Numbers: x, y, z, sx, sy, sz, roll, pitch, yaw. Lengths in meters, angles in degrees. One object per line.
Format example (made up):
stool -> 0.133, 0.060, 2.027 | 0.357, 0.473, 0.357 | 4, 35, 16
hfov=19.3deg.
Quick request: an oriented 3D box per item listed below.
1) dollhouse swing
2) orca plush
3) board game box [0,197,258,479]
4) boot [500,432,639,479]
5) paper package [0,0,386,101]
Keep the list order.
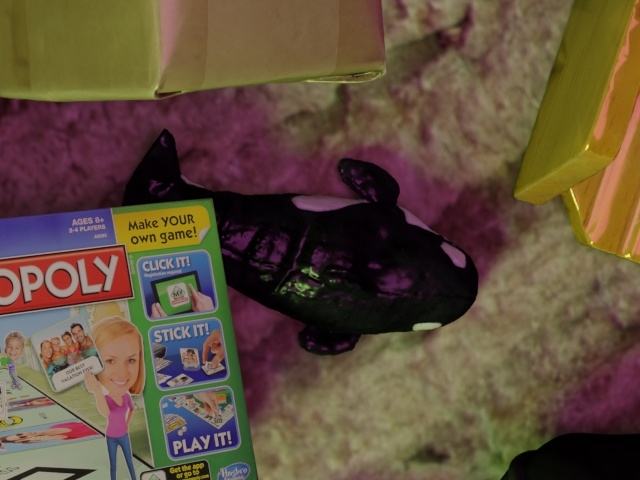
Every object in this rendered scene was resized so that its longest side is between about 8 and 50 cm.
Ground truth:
dollhouse swing -> 0.394, -0.101, 1.409 | 0.346, 0.305, 0.315 | 18, 91, -18
orca plush -> 0.000, 0.000, 1.409 | 0.287, 0.102, 0.151 | 33, 86, -17
board game box -> -0.202, 0.091, 1.274 | 0.317, 0.046, 0.214 | -7, 86, -32
boot -> 0.329, 0.137, 1.467 | 0.348, 0.131, 0.260 | 9, 120, -26
paper package -> -0.108, -0.258, 1.233 | 0.168, 0.309, 0.325 | -9, 99, -30
